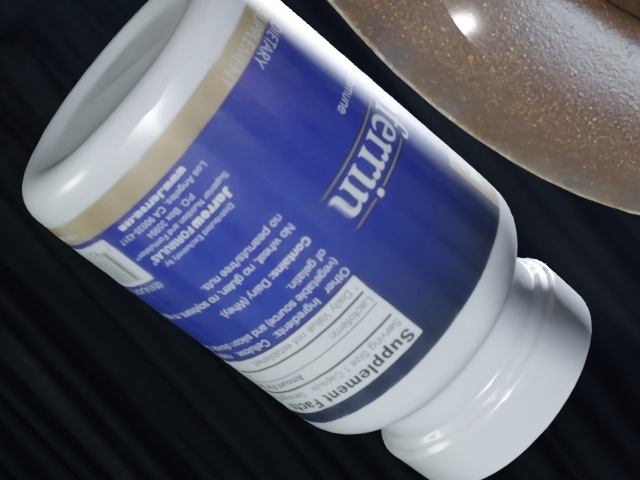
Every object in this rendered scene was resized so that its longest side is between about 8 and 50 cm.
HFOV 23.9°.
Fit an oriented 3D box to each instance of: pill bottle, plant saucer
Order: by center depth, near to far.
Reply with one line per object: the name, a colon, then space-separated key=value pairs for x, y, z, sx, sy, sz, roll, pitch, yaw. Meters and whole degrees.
plant saucer: x=0.108 y=-0.153 z=0.580 sx=0.050 sy=0.310 sz=0.310 roll=-42 pitch=7 yaw=48
pill bottle: x=0.000 y=0.000 z=0.745 sx=0.153 sy=0.264 sz=0.153 roll=-43 pitch=22 yaw=22
